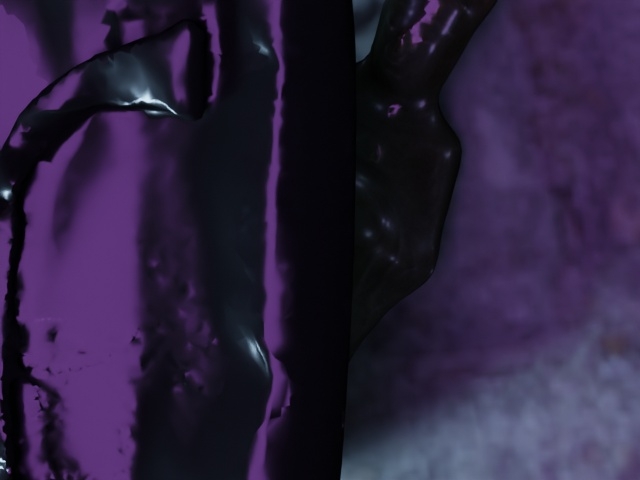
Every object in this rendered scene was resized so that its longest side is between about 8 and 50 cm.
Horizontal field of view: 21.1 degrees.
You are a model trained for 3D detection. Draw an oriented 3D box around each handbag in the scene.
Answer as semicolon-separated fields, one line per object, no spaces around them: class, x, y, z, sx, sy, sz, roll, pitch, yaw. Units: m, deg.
handbag;-0.105;0.026;0.542;0.244;0.088;0.275;3;91;20

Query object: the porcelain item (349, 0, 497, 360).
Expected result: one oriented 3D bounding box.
porcelain item;0.000;0.000;0.579;0.081;0.069;0.216;36;105;18
